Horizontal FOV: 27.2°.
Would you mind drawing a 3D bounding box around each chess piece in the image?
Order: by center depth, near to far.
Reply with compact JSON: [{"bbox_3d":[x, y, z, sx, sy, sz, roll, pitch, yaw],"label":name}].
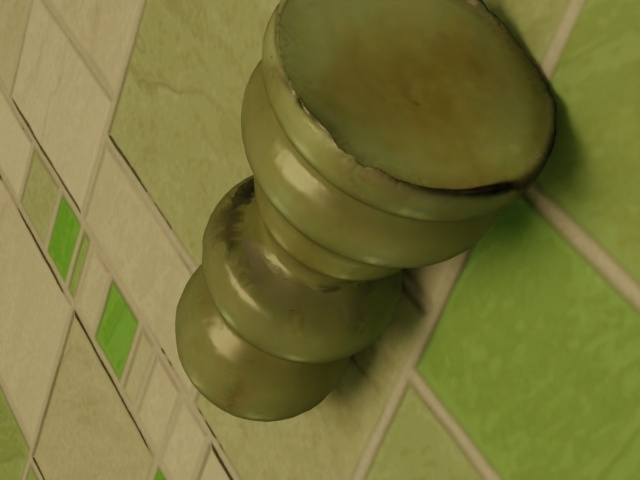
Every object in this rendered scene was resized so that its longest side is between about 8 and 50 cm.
[{"bbox_3d":[0.000,0.000,0.866,0.182,0.182,0.330,66,146,29],"label":"chess piece"}]
